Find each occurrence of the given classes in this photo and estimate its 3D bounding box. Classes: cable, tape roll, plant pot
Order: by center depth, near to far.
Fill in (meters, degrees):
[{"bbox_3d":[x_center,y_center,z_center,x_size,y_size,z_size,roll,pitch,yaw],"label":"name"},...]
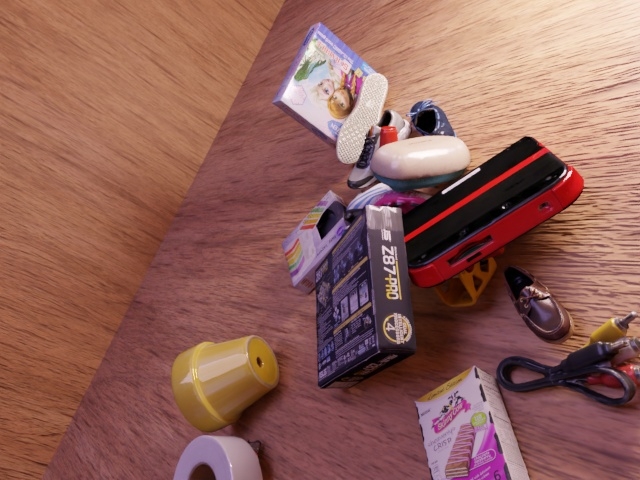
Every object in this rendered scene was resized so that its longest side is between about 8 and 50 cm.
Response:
[{"bbox_3d":[0.438,0.232,1.000,0.287,0.072,0.139,-42,46,48],"label":"cable"},{"bbox_3d":[-0.274,0.660,1.516,0.286,0.100,0.286,-20,62,41],"label":"tape roll"},{"bbox_3d":[-0.262,0.394,1.687,0.239,0.254,0.254,-28,39,19],"label":"plant pot"}]

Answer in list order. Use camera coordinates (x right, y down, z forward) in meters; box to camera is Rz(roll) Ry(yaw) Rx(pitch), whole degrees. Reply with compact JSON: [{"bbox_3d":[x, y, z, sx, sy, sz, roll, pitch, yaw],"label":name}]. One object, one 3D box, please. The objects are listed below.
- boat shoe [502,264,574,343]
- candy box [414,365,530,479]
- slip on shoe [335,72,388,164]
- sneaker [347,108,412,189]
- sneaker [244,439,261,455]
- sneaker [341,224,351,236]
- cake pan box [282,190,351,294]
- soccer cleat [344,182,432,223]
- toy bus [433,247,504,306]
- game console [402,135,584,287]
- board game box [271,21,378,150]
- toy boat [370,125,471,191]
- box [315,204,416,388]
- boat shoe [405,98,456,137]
[{"bbox_3d":[0.395,0.114,1.083,0.073,0.073,0.207,-41,21,10],"label":"boat shoe"},{"bbox_3d":[0.273,0.373,1.068,0.159,0.071,0.233,-41,33,28],"label":"candy box"},{"bbox_3d":[0.142,-0.402,1.962,0.101,0.123,0.331,108,-178,-79],"label":"slip on shoe"},{"bbox_3d":[0.155,-0.269,1.715,0.100,0.108,0.271,23,76,51],"label":"sneaker"},{"bbox_3d":[-0.216,0.592,1.619,0.158,0.061,0.065,-25,19,40],"label":"sneaker"},{"bbox_3d":[0.110,0.046,1.560,0.110,0.107,0.275,-44,31,4],"label":"sneaker"},{"bbox_3d":[0.000,0.000,1.822,0.267,0.070,0.246,-46,34,19],"label":"cake pan box"},{"bbox_3d":[0.198,-0.113,1.588,0.331,0.116,0.143,-6,48,51],"label":"soccer cleat"},{"bbox_3d":[0.324,0.054,1.252,0.202,0.104,0.191,-32,16,9],"label":"toy bus"},{"bbox_3d":[0.343,-0.070,1.259,0.386,0.060,0.342,-33,16,15],"label":"game console"},{"bbox_3d":[0.033,-0.520,2.003,0.066,0.319,0.318,6,68,57],"label":"board game box"},{"bbox_3d":[0.240,-0.203,1.531,0.318,0.267,0.148,-134,36,-61],"label":"toy boat"},{"bbox_3d":[0.082,0.147,1.326,0.395,0.097,0.318,124,145,-60],"label":"box"},{"bbox_3d":[0.313,-0.350,1.659,0.109,0.089,0.258,-50,31,14],"label":"boat shoe"}]
